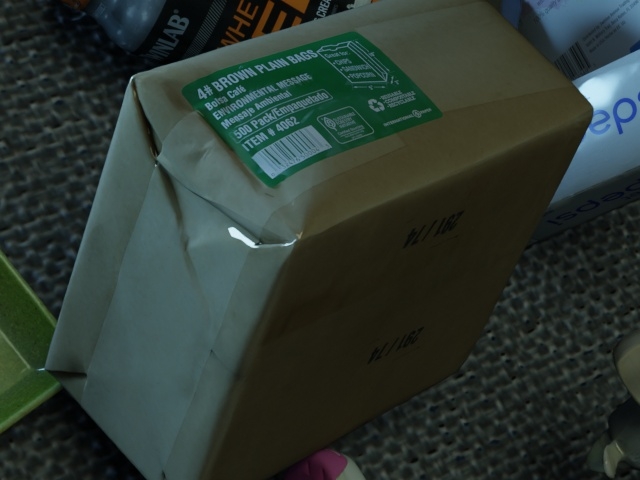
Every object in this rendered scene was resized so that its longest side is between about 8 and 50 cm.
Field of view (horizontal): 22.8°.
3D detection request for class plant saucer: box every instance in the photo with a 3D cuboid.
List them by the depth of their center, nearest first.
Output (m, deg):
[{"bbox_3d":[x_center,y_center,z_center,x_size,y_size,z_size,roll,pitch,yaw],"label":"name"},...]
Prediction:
[{"bbox_3d":[-0.298,0.076,1.152,0.188,0.045,0.188,-37,86,-34],"label":"plant saucer"}]

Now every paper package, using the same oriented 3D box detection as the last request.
[{"bbox_3d":[0.000,0.000,1.133,0.325,0.309,0.168,-24,58,-41],"label":"paper package"}]

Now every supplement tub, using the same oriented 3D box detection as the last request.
[{"bbox_3d":[-0.050,-0.219,1.319,0.316,0.193,0.193,18,61,-17],"label":"supplement tub"}]

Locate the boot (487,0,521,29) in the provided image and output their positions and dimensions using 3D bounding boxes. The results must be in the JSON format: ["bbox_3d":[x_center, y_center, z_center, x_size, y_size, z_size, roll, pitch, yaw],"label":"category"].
[{"bbox_3d":[0.131,-0.166,1.449,0.106,0.082,0.219,16,59,-16],"label":"boot"}]

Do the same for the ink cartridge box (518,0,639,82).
[{"bbox_3d":[0.309,-0.253,1.505,0.197,0.198,0.270,-20,78,-31],"label":"ink cartridge box"}]

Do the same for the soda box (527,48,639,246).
[{"bbox_3d":[0.245,-0.086,1.345,0.091,0.286,0.098,12,58,-55],"label":"soda box"}]

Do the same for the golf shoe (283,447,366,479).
[{"bbox_3d":[0.058,0.300,1.197,0.140,0.115,0.306,-10,78,-40],"label":"golf shoe"}]

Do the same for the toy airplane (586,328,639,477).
[{"bbox_3d":[0.392,0.247,1.274,0.385,0.272,0.386,-1,101,-13],"label":"toy airplane"}]
